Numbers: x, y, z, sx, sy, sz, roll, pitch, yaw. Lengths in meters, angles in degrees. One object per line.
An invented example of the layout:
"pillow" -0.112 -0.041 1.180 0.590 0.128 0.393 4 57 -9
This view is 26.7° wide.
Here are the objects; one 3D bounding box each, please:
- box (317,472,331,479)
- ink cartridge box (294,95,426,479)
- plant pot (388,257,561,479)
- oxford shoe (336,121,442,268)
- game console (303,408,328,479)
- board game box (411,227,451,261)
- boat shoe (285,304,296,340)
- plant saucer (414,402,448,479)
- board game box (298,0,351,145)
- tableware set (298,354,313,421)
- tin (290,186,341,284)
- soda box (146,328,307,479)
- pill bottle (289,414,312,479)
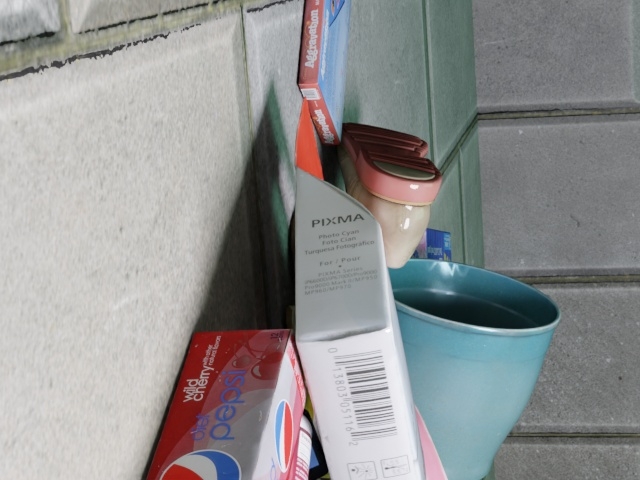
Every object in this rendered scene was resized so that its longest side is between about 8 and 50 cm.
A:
"box" -0.013 0.347 1.372 0.087 0.058 0.232 66 30 -47
"ink cartridge box" 0.044 0.076 1.357 0.385 0.091 0.308 -89 169 -51
"plant pot" 0.174 0.188 1.884 0.271 0.271 0.255 -51 154 -71
"oxford shoe" 0.070 -0.067 1.706 0.348 0.123 0.130 -92 -167 -73
"game console" -0.039 0.237 1.308 0.122 0.107 0.071 74 -9 -50
"board game box" 0.174 0.139 2.272 0.318 0.066 0.318 1 87 -77
"boat shoe" -0.002 0.096 1.527 0.152 0.049 0.056 2 86 -78
"plant saucer" 0.112 0.317 1.663 0.332 0.084 0.332 160 -90 -87
"board game box" 0.010 -0.276 1.674 0.145 0.027 0.281 67 25 -62
"tableware set" -0.025 0.207 1.484 0.104 0.024 0.154 -61 146 -72
"tin" 0.000 0.000 1.582 0.190 0.040 0.106 -54 145 -70
"soda box" -0.079 0.186 1.075 0.263 0.092 0.083 -76 158 -51
"pill bottle" -0.053 0.200 1.210 0.086 0.086 0.152 69 22 -56
